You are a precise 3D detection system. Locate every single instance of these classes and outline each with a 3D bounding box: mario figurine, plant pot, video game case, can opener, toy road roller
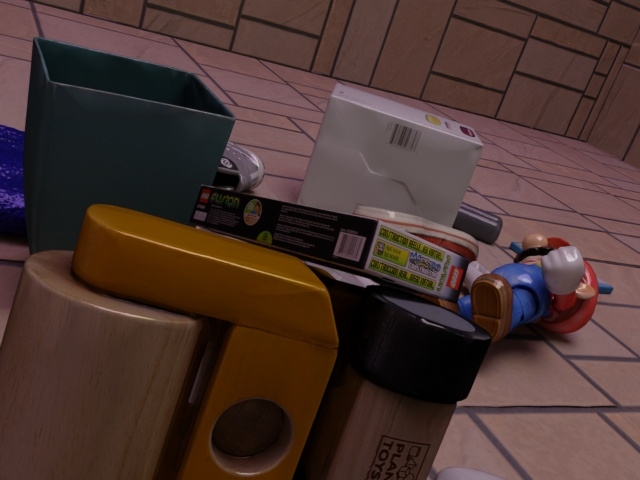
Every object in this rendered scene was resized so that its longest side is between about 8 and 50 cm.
[{"bbox_3d":[0.268,0.046,0.979,0.198,0.170,0.320,32,26,36],"label":"mario figurine"},{"bbox_3d":[-0.212,-0.052,0.711,0.165,0.234,0.166,7,23,-29],"label":"plant pot"},{"bbox_3d":[0.452,0.050,1.339,0.119,0.015,0.166,6,25,-32],"label":"video game case"},{"bbox_3d":[0.225,-0.092,1.385,0.283,0.095,0.076,23,22,11],"label":"can opener"},{"bbox_3d":[-0.062,0.098,0.535,0.329,0.202,0.240,16,8,-21],"label":"toy road roller"}]

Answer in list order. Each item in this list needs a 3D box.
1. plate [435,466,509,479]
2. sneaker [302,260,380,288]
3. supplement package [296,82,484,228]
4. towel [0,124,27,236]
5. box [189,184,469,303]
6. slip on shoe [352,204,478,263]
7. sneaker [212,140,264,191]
[{"bbox_3d":[0.224,0.283,0.518,0.278,0.045,0.277,19,21,0],"label":"plate"},{"bbox_3d":[0.024,0.095,0.787,0.115,0.105,0.281,-19,35,-12],"label":"sneaker"},{"bbox_3d":[0.115,-0.128,1.225,0.261,0.204,0.145,18,20,-2],"label":"supplement package"},{"bbox_3d":[-0.343,-0.074,0.877,0.308,0.076,0.228,12,21,-19],"label":"towel"},{"bbox_3d":[0.000,0.000,0.565,0.207,0.036,0.114,14,-5,45],"label":"box"},{"bbox_3d":[0.139,0.019,1.045,0.123,0.101,0.331,13,1,31],"label":"slip on shoe"},{"bbox_3d":[-0.209,-0.139,1.146,0.228,0.086,0.132,22,23,6],"label":"sneaker"}]
